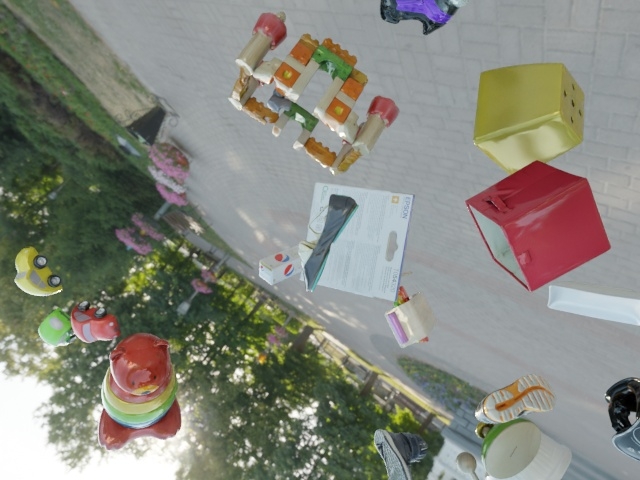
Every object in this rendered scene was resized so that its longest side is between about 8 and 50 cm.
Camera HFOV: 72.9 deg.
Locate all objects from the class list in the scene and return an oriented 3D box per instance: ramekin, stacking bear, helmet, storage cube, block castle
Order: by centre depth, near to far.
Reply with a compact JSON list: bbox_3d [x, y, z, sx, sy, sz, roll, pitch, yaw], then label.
[{"bbox_3d":[0.663,0.361,0.845,0.161,0.169,0.169,28,166,7],"label":"helmet"},{"bbox_3d":[-0.377,0.300,0.911,0.289,0.175,0.164,114,145,-44],"label":"stacking bear"},{"bbox_3d":[0.476,-0.039,0.966,0.215,0.193,0.183,57,-173,-22],"label":"storage cube"},{"bbox_3d":[-0.023,-0.414,1.250,0.453,0.213,0.303,33,164,-9],"label":"block castle"},{"bbox_3d":[0.625,0.701,1.333,0.127,0.273,0.273,41,170,25],"label":"ramekin"}]

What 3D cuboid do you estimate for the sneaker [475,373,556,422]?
[{"bbox_3d":[0.447,0.368,0.998,0.083,0.215,0.084,115,144,-52],"label":"sneaker"}]

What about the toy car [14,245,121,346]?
[{"bbox_3d":[-0.501,0.149,0.829,0.239,0.053,0.225,40,131,2],"label":"toy car"}]

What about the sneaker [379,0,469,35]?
[{"bbox_3d":[0.159,-0.543,0.914,0.293,0.102,0.146,30,137,-18],"label":"sneaker"}]

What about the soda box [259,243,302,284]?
[{"bbox_3d":[-0.110,0.077,1.523,0.074,0.216,0.069,31,128,35],"label":"soda box"}]

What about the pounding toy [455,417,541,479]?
[{"bbox_3d":[0.477,0.561,1.196,0.183,0.237,0.110,54,175,-25],"label":"pounding toy"}]

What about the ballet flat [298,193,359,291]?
[{"bbox_3d":[0.000,0.000,0.833,0.074,0.203,0.074,25,-166,-7],"label":"ballet flat"}]

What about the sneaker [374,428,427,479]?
[{"bbox_3d":[0.281,0.695,1.359,0.163,0.086,0.226,17,-159,-21],"label":"sneaker"}]

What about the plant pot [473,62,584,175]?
[{"bbox_3d":[0.527,-0.309,1.073,0.212,0.212,0.187,24,160,-37],"label":"plant pot"}]

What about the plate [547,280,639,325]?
[{"bbox_3d":[0.887,0.193,1.386,0.278,0.045,0.277,9,162,29],"label":"plate"}]

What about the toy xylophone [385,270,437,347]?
[{"bbox_3d":[0.289,0.216,1.393,0.323,0.081,0.236,14,-129,-63],"label":"toy xylophone"}]

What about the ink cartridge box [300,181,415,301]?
[{"bbox_3d":[0.114,-0.002,1.348,0.330,0.324,0.071,11,-177,24],"label":"ink cartridge box"}]
